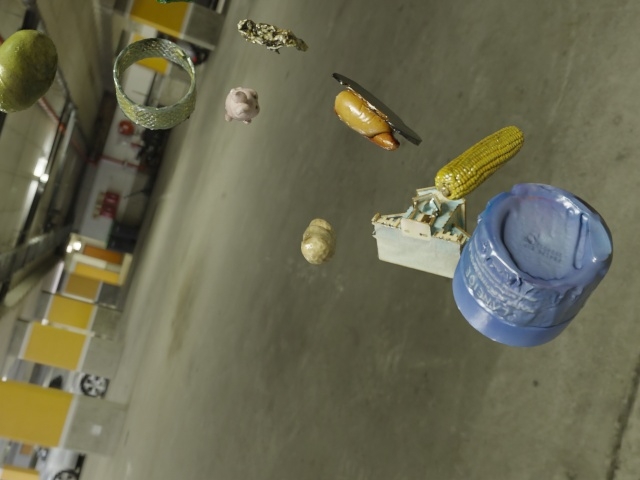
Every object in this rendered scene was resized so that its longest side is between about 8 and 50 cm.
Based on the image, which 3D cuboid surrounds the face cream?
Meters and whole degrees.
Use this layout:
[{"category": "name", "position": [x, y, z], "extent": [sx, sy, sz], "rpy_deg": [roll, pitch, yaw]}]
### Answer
[{"category": "face cream", "position": [0.395, 0.044, 1.332], "extent": [0.225, 0.248, 0.249], "rpy_deg": [98, 177, -52]}]

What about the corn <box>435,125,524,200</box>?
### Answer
[{"category": "corn", "position": [0.338, -0.163, 1.470], "extent": [0.231, 0.080, 0.080], "rpy_deg": [-34, 4, -20]}]

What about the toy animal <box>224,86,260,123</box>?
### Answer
[{"category": "toy animal", "position": [-0.240, -0.434, 2.252], "extent": [0.212, 0.124, 0.124], "rpy_deg": [24, 97, 70]}]

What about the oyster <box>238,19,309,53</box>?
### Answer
[{"category": "oyster", "position": [-0.159, -0.722, 2.502], "extent": [0.223, 0.214, 0.083], "rpy_deg": [-20, -49, -57]}]

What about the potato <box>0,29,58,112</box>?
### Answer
[{"category": "potato", "position": [-0.799, -0.450, 1.871], "extent": [0.169, 0.143, 0.248], "rpy_deg": [69, -139, -61]}]

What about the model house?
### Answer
[{"category": "model house", "position": [0.282, -0.042, 1.756], "extent": [0.206, 0.271, 0.178], "rpy_deg": [-47, -42, -39]}]

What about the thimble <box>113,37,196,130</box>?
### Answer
[{"category": "thimble", "position": [-0.536, -0.512, 2.287], "extent": [0.150, 0.270, 0.271], "rpy_deg": [127, 156, -73]}]

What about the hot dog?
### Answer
[{"category": "hot dog", "position": [0.138, -0.363, 2.108], "extent": [0.107, 0.194, 0.326], "rpy_deg": [-55, 49, 21]}]

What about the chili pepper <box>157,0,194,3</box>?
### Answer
[{"category": "chili pepper", "position": [-0.342, -0.714, 1.935], "extent": [0.279, 0.122, 0.065], "rpy_deg": [-58, 7, -37]}]

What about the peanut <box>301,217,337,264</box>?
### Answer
[{"category": "peanut", "position": [-0.001, 0.001, 1.931], "extent": [0.085, 0.104, 0.228], "rpy_deg": [-30, 10, 14]}]
